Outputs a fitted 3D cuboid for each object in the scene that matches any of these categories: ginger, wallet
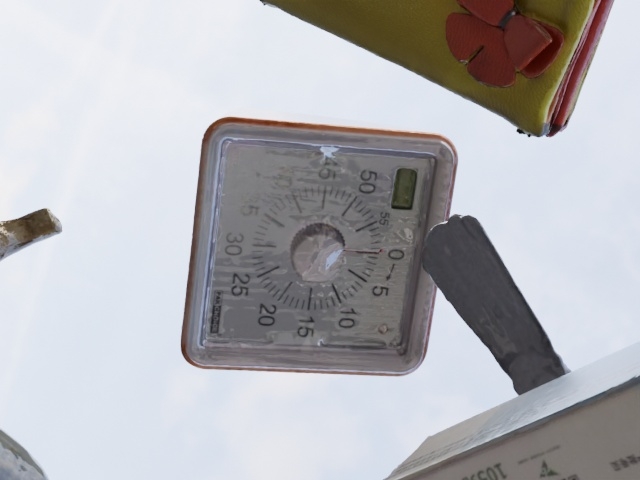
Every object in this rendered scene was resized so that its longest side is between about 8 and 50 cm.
[{"bbox_3d":[-0.201,0.003,0.781,0.097,0.030,0.048,-20,-164,-3],"label":"ginger"},{"bbox_3d":[0.079,-0.180,0.913,0.241,0.067,0.141,28,-65,18],"label":"wallet"}]

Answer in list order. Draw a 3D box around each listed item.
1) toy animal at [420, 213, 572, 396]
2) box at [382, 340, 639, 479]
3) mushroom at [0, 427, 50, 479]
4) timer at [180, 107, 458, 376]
[{"bbox_3d":[0.187,0.163,0.875,0.081,0.367,0.206,-34,-161,10],"label":"toy animal"},{"bbox_3d":[0.139,0.126,0.581,0.194,0.073,0.139,-30,-90,33],"label":"box"},{"bbox_3d":[-0.284,0.156,0.977,0.081,0.223,0.092,-11,-136,33],"label":"mushroom"},{"bbox_3d":[0.000,0.000,1.347,0.161,0.250,0.258,-79,177,-74],"label":"timer"}]
